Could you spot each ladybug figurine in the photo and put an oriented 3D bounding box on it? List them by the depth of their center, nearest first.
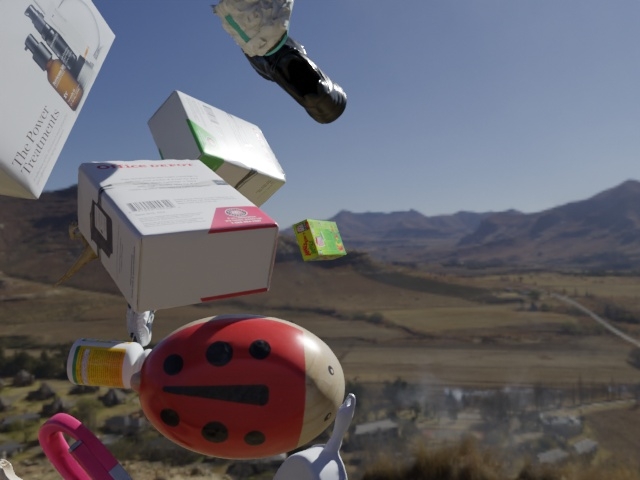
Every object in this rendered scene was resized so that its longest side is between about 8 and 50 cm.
[{"bbox_3d":[-0.168,0.307,1.297,0.450,0.305,0.162,0,-5,-5],"label":"ladybug figurine"}]

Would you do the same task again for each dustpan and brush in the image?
[{"bbox_3d":[0.000,0.304,0.830,0.060,0.211,0.147,8,8,-35],"label":"dustpan and brush"}]

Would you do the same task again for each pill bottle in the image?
[{"bbox_3d":[-0.521,0.315,1.594,0.209,0.117,0.117,4,0,1],"label":"pill bottle"}]

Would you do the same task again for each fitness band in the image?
[{"bbox_3d":[-0.451,0.470,1.241,0.054,0.291,0.209,-39,1,-42],"label":"fitness band"}]

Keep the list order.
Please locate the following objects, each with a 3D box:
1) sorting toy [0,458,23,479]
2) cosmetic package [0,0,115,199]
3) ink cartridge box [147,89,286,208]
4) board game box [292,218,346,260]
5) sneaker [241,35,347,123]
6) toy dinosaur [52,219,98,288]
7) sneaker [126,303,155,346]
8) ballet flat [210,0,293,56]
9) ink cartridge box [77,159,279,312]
[{"bbox_3d":[-0.617,0.469,1.234,0.075,0.044,0.083,29,-20,-6],"label":"sorting toy"},{"bbox_3d":[-0.513,-0.301,1.047,0.098,0.377,0.284,7,-23,18],"label":"cosmetic package"},{"bbox_3d":[-0.248,-0.213,1.534,0.121,0.211,0.289,-41,-31,24],"label":"ink cartridge box"},{"bbox_3d":[0.000,0.000,1.556,0.043,0.092,0.181,-22,-9,22],"label":"board game box"},{"bbox_3d":[-0.066,-0.359,1.270,0.286,0.109,0.130,41,6,20],"label":"sneaker"},{"bbox_3d":[-0.358,0.003,0.997,0.053,0.183,0.092,29,-27,20],"label":"toy dinosaur"},{"bbox_3d":[-0.449,0.173,1.717,0.153,0.235,0.094,3,-36,-36],"label":"sneaker"},{"bbox_3d":[-0.098,-0.487,1.044,0.147,0.408,0.147,3,-32,2],"label":"ballet flat"},{"bbox_3d":[-0.189,-0.019,0.793,0.172,0.100,0.237,-7,28,-34],"label":"ink cartridge box"}]
